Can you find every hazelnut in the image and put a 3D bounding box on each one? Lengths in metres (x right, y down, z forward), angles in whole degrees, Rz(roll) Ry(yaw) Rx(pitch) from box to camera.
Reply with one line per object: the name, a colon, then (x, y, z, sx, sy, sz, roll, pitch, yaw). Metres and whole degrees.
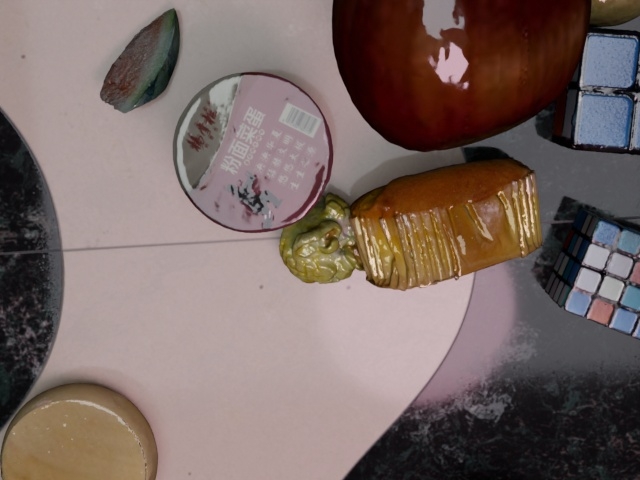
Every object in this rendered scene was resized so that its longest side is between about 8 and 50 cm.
hazelnut: (0.194, -0.332, 1.670, 0.353, 0.421, 0.421, 37, 99, 27)

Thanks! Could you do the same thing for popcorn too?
popcorn: (0.000, 0.000, 1.886, 0.135, 0.162, 0.141, -31, 71, 39)

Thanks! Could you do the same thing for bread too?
bread: (0.187, -0.036, 1.812, 0.288, 0.204, 0.156, -15, 99, -15)

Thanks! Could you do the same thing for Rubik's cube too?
Rubik's cube: (0.451, 0.052, 1.860, 0.154, 0.155, 0.151, 20, 98, -2)
Rubik's cube: (0.447, -0.221, 1.808, 0.167, 0.180, 0.183, 5, 100, 0)

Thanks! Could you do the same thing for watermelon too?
watermelon: (-0.267, -0.273, 1.875, 0.094, 0.081, 0.180, 38, 82, 12)

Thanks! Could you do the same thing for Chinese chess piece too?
Chinese chess piece: (-0.386, 0.352, 1.954, 0.250, 0.097, 0.251, 0, 99, 2)

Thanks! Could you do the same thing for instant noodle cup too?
instant noodle cup: (-0.092, -0.135, 1.828, 0.234, 0.178, 0.235, 0, 96, 4)

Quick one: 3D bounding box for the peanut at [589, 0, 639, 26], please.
peanut: (0.460, -0.406, 1.812, 0.253, 0.122, 0.137, -43, 86, 11)
